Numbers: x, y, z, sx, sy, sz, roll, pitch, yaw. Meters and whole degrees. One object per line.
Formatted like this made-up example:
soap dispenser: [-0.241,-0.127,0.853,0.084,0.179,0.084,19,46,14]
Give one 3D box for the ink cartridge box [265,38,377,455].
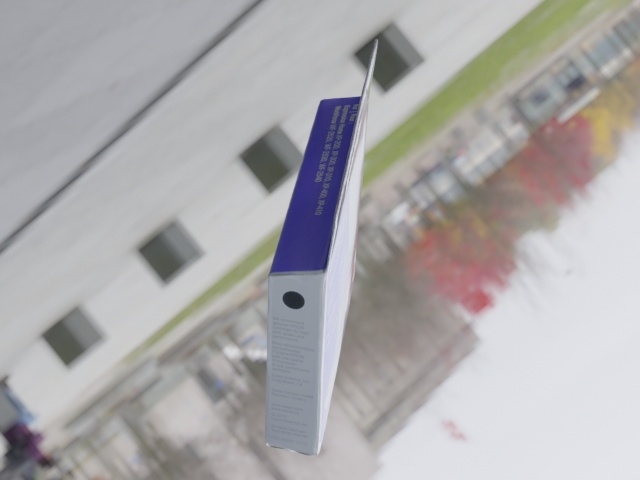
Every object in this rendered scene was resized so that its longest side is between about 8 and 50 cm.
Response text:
ink cartridge box: [0.000,0.000,1.166,0.206,0.045,0.208,-76,174,-52]
